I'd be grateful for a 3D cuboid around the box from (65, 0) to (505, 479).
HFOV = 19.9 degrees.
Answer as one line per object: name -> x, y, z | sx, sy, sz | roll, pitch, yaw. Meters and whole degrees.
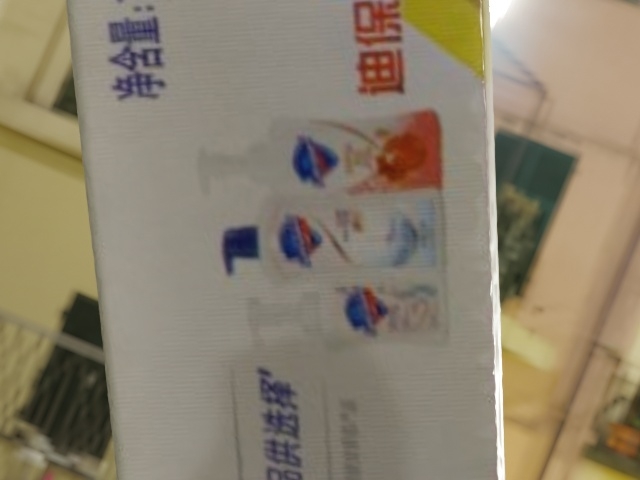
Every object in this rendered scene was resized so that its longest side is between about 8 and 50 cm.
box -> 0.000, 0.000, 0.497 | 0.097, 0.265, 0.168 | -3, 20, 5
